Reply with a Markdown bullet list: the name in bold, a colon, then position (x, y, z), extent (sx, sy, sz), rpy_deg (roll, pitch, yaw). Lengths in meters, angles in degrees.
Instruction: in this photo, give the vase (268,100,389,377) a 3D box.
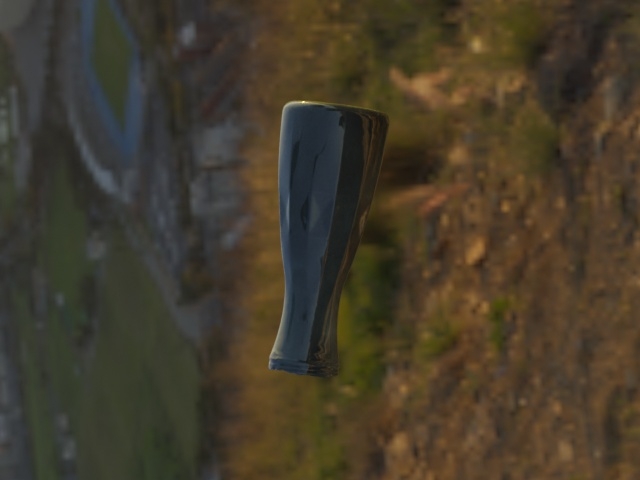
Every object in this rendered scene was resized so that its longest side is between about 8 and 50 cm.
- **vase**: position (0.000, 0.000, 1.431), extent (0.086, 0.086, 0.214), rpy_deg (-174, 91, -69)
